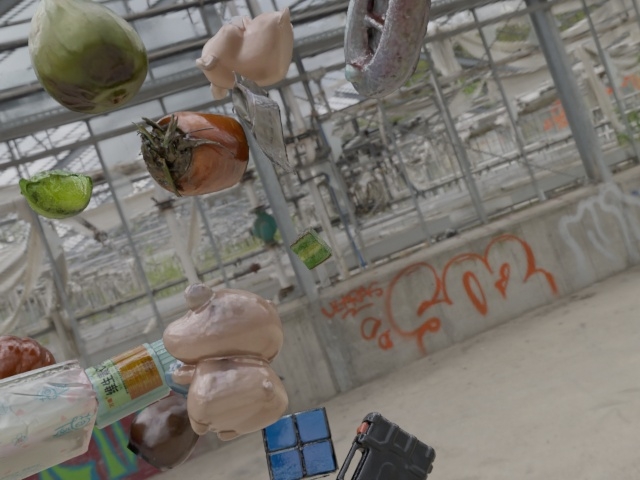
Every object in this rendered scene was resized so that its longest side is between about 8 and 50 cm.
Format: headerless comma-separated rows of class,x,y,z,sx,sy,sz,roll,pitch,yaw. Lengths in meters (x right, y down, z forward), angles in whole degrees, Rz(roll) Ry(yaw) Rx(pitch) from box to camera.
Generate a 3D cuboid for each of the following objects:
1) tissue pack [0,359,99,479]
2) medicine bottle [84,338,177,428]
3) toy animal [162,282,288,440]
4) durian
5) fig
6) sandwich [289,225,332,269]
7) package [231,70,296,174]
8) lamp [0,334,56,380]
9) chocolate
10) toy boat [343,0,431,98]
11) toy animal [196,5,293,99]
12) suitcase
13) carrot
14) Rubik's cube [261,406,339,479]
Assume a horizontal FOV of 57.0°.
tissue pack,-0.541,0.334,1.017,0.271,0.124,0.201,-14,-35,-42
medicine bottle,-0.526,0.384,1.558,0.318,0.158,0.158,-22,1,-29
toy animal,-0.154,0.209,1.009,0.210,0.221,0.229,29,-83,-47
durian,-0.732,-0.127,1.645,0.101,0.139,0.250,-16,7,24
fig,-0.521,-0.424,1.311,0.239,0.271,0.239,-28,3,1
sandwich,0.000,0.000,1.199,0.074,0.074,0.116,-44,4,-29
package,-0.146,-0.292,1.515,0.062,0.251,0.204,-22,-8,17
lamp,-0.703,0.312,1.313,0.223,0.223,0.196,-20,42,-16
chocolate,-0.288,0.358,1.116,0.127,0.124,0.133,16,66,32
toy boat,0.083,-0.322,0.883,0.085,0.155,0.227,-14,-46,-27
toy animal,-0.204,-0.530,1.641,0.256,0.213,0.195,-5,-15,7
suitcase,0.143,0.584,1.423,0.285,0.206,0.066,-57,0,-33
carrot,-0.294,-0.199,1.373,0.214,0.193,0.331,25,18,25
Rubik's cube,-0.059,0.557,1.575,0.183,0.167,0.180,-10,-24,-6
